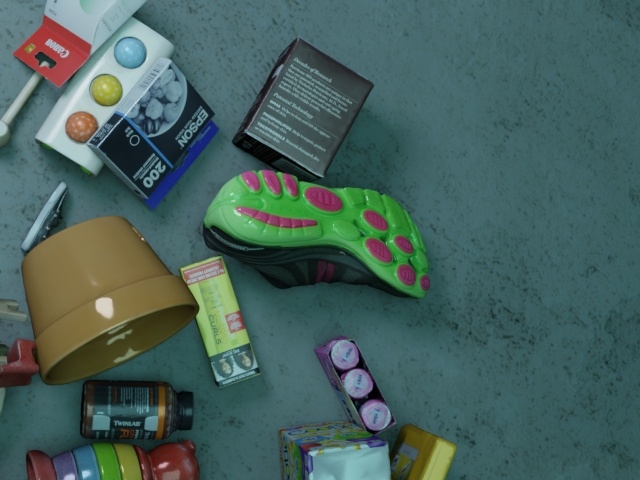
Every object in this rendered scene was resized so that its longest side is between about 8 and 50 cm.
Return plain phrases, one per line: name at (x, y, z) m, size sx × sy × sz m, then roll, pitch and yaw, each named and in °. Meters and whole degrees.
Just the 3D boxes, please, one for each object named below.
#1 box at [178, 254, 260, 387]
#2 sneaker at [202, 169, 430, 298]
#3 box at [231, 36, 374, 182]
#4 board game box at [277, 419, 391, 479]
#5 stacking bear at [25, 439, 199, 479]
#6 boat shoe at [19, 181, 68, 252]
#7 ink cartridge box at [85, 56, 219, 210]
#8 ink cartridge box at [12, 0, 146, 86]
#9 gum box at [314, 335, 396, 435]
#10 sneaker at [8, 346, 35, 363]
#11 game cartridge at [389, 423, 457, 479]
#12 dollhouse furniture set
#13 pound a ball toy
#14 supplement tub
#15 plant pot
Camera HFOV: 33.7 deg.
box at (-0.187, 0.148, 1.956) m, size 0.087 × 0.058 × 0.232 m, roll -17°, pitch 92°, yaw -11°
sneaker at (0.000, 0.000, 1.961) m, size 0.482 × 0.202 × 0.185 m, roll 20°, pitch 59°, yaw -28°
box at (-0.036, -0.233, 1.949) m, size 0.167 × 0.168 × 0.203 m, roll 30°, pitch 81°, yaw -10°
board game box at (0.021, 0.414, 1.887) m, size 0.144 × 0.275 × 0.142 m, roll -4°, pitch 89°, yaw -14°
stacking bear at (-0.354, 0.427, 1.859) m, size 0.289 × 0.164 × 0.175 m, roll -7°, pitch 74°, yaw -22°
boat shoe at (-0.487, -0.037, 1.898) m, size 0.040 × 0.049 × 0.142 m, roll 31°, pitch 88°, yaw -17°
ink cartridge box at (-0.284, -0.183, 1.889) m, size 0.206 × 0.045 × 0.208 m, roll -53°, pitch 137°, yaw -13°
ink cartridge box at (-0.434, -0.392, 1.859) m, size 0.225 × 0.181 × 0.056 m, roll -46°, pitch 140°, yaw -11°
gum box at (0.062, 0.268, 1.988) m, size 0.062 × 0.107 × 0.188 m, roll -28°, pitch 95°, yaw -13°
sneaker at (-0.564, 0.223, 1.858) m, size 0.175 × 0.067 × 0.064 m, roll -16°, pitch 90°, yaw -15°
game cartridge at (0.140, 0.474, 1.890) m, size 0.052 × 0.324 × 0.285 m, roll 24°, pitch 82°, yaw -1°
dollhouse furniture set at (-0.577, 0.297, 1.720) m, size 0.152 × 0.201 × 0.374 m, roll 7°, pitch 105°, yaw -35°
pound a ball toy at (-0.427, -0.260, 1.872) m, size 0.208 × 0.136 × 0.319 m, roll 33°, pitch 81°, yaw -11°
supplement tub at (-0.327, 0.303, 1.893) m, size 0.197 × 0.106 × 0.106 m, roll 3°, pitch 87°, yaw -13°
plant pot at (-0.380, 0.092, 1.813) m, size 0.290 × 0.291 × 0.204 m, roll -25°, pitch 78°, yaw -13°
